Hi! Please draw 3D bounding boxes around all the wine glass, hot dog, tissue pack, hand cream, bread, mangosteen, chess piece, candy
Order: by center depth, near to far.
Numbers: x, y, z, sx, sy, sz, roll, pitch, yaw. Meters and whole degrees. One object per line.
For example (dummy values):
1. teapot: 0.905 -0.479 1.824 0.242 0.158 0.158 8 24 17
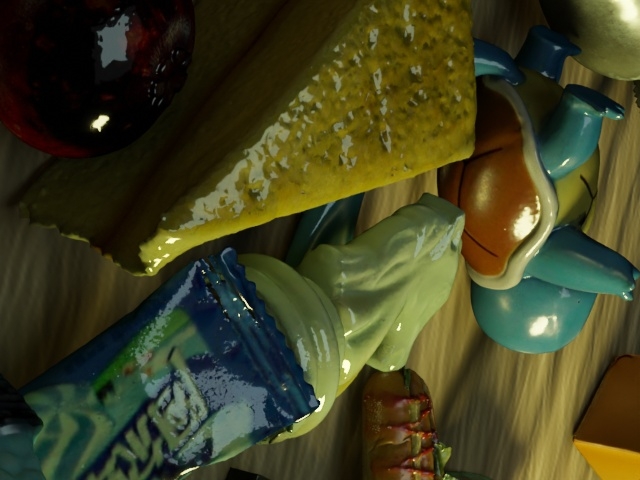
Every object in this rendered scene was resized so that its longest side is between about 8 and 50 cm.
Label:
1. mangosteen: -0.196 -0.161 1.164 0.200 0.200 0.199 -9 103 -45
2. candy: -0.169 0.158 1.231 0.331 0.077 0.187 -34 120 -4
3. bread: -0.070 -0.137 1.245 0.362 0.233 0.244 -21 111 -41
4. chess piece: 0.023 0.067 1.418 0.298 0.176 0.175 -21 111 -42
5. hand cream: 0.000 0.000 1.478 0.083 0.048 0.224 19 87 -41
6. hot dog: 0.091 0.255 1.547 0.104 0.076 0.250 16 67 -53
7. wine glass: 0.375 -0.273 1.688 0.323 0.238 0.238 38 69 -51
8. tissue pack: 0.472 0.279 1.896 0.274 0.194 0.145 50 57 -39

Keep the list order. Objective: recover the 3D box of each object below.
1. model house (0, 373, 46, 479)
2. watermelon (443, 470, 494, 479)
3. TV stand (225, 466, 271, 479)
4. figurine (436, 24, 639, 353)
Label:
1. model house: -0.357 0.174 1.069 0.261 0.241 0.226 7 135 -35
2. watermelon: 0.193 0.312 1.707 0.155 0.080 0.101 1 105 -61
3. TV stand: -0.002 0.289 1.518 0.256 0.040 0.049 32 72 -44
4. figurine: 0.214 -0.069 1.561 0.243 0.298 0.416 -31 121 0
